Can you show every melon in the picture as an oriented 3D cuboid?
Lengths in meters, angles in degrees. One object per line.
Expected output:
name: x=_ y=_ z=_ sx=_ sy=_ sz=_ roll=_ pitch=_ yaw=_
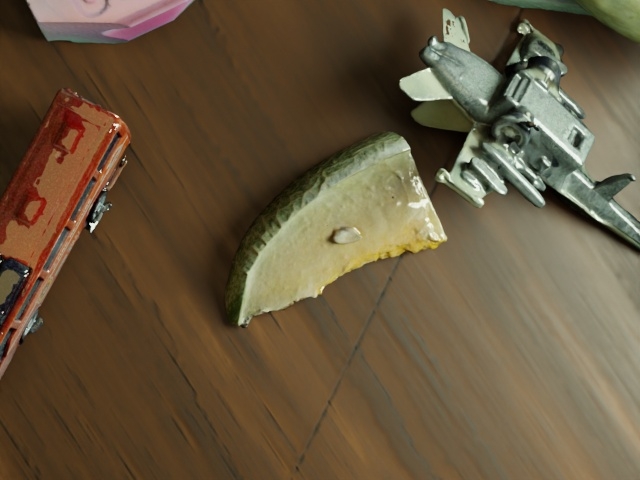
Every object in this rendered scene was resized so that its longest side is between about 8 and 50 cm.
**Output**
melon: x=-0.001 y=-0.008 z=1.040 sx=0.182 sy=0.054 sz=0.098 roll=-23 pitch=101 yaw=-6

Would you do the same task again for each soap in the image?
soap: x=-0.157 y=-0.209 z=1.038 sx=0.149 sy=0.056 sz=0.100 roll=-25 pitch=89 yaw=-7

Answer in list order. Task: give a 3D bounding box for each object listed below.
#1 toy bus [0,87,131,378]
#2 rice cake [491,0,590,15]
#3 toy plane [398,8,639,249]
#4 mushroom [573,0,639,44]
toy bus: x=-0.220 y=0.003 z=0.990 sx=0.073 sy=0.096 sz=0.235 roll=27 pitch=81 yaw=1
rice cake: x=0.208 y=-0.203 z=1.078 sx=0.180 sy=0.030 sz=0.042 roll=7 pitch=80 yaw=-4
toy plane: x=0.180 y=-0.072 z=1.035 sx=0.262 sy=0.088 sz=0.192 roll=33 pitch=55 yaw=-4
mushroom: x=0.178 y=-0.248 z=1.024 sx=0.333 sy=0.107 sz=0.087 roll=39 pitch=101 yaw=10
